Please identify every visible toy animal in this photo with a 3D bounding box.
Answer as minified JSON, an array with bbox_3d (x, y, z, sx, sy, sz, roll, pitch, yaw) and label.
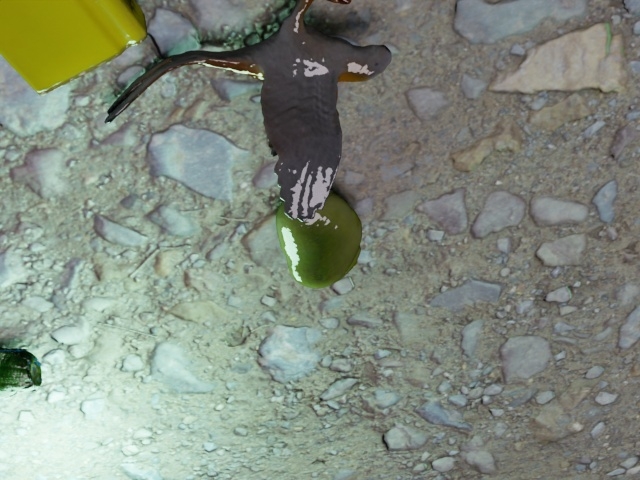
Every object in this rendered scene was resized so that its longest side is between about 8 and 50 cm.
[{"bbox_3d":[-0.079,-0.220,1.624,0.284,0.225,0.302,26,113,-12],"label":"toy animal"}]

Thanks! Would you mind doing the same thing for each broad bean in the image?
[{"bbox_3d":[0.000,0.000,1.882,0.124,0.082,0.174,-9,139,-5],"label":"broad bean"}]

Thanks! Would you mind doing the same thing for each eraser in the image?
[{"bbox_3d":[-0.320,-0.282,1.484,0.158,0.069,0.226,-27,138,10],"label":"eraser"}]

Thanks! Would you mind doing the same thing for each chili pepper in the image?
[{"bbox_3d":[-0.537,0.218,1.970,0.224,0.061,0.098,-16,120,7],"label":"chili pepper"}]
